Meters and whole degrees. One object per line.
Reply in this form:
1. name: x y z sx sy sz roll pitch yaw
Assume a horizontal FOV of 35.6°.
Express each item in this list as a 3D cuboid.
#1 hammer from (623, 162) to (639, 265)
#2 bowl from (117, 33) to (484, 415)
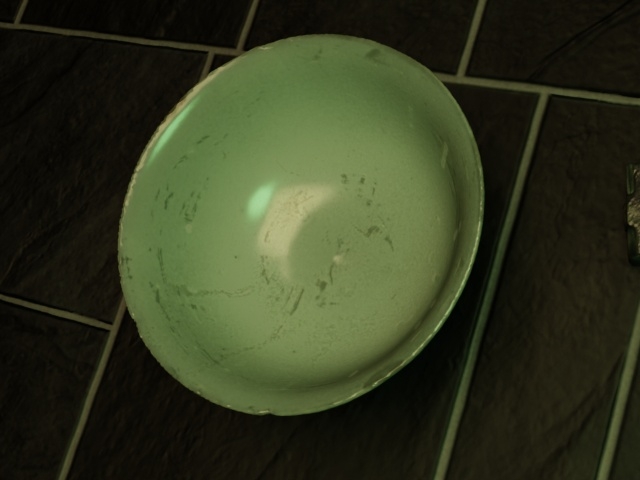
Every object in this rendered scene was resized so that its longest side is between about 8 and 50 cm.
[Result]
1. hammer: 0.510 -0.037 1.048 0.366 0.043 0.111 -3 70 20
2. bowl: 0.000 0.000 1.155 0.435 0.196 0.434 -8 69 20
